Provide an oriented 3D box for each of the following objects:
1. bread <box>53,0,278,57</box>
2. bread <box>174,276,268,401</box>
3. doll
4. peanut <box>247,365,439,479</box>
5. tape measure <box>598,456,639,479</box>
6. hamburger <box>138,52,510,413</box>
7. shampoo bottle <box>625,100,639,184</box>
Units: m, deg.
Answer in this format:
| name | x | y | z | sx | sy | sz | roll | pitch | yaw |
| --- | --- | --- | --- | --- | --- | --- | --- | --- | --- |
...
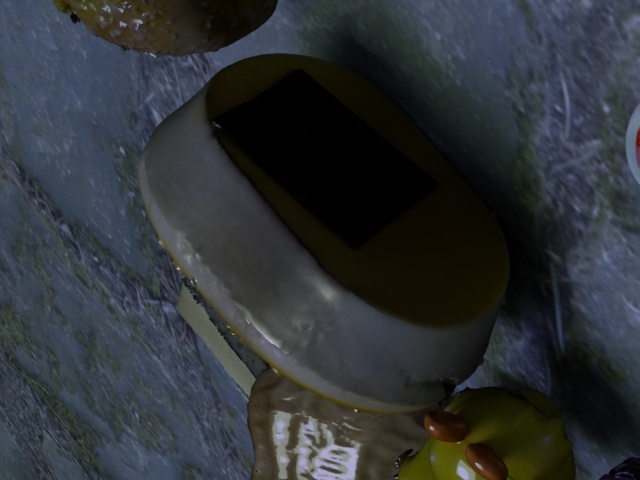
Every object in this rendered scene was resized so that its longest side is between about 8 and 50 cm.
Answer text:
| name | x | y | z | sx | sy | sz | roll | pitch | yaw |
| --- | --- | --- | --- | --- | --- | --- | --- | --- | --- |
| bread | -0.137 | -0.246 | 1.415 | 0.195 | 0.176 | 0.246 | 47 | 154 | 30 |
| bread | -0.093 | 0.104 | 1.929 | 0.154 | 0.028 | 0.068 | 52 | 156 | 14 |
| doll | 0.121 | 0.165 | 1.390 | 0.143 | 0.135 | 0.221 | 41 | 177 | -4 |
| peanut | 0.024 | 0.209 | 1.648 | 0.196 | 0.110 | 0.233 | 8 | 101 | 26 |
| tape measure | 0.237 | 0.215 | 1.347 | 0.118 | 0.074 | 0.125 | 41 | 148 | 39 |
| hamburger | 0.000 | 0.000 | 1.387 | 0.295 | 0.227 | 0.151 | 53 | 133 | 21 |
| shampoo bottle | 0.218 | -0.047 | 1.110 | 0.099 | 0.043 | 0.072 | 31 | 144 | 47 |
